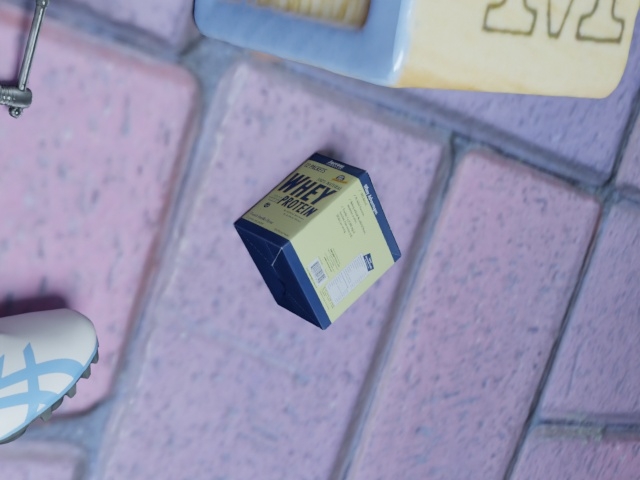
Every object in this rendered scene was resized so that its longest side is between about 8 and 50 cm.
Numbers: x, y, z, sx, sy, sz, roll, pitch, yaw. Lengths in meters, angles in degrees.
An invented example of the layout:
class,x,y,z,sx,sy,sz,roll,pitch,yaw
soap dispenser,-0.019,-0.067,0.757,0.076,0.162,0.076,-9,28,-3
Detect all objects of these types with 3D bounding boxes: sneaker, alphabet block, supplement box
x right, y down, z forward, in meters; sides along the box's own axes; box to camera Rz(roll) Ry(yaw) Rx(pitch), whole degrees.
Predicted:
class,x,y,z,sx,sy,sz,roll,pitch,yaw
sneaker,-0.220,0.072,0.497,0.237,0.085,0.086,-18,111,-40
alphabet block,0.064,-0.195,0.567,0.197,0.192,0.193,-4,112,-40
supplement box,0.000,0.000,0.681,0.083,0.056,0.083,-42,130,-21

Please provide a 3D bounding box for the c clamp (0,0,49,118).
class,x,y,z,sx,sy,sz,roll,pitch,yaw
c clamp,-0.220,-0.062,0.485,0.160,0.022,0.137,-6,117,-42
